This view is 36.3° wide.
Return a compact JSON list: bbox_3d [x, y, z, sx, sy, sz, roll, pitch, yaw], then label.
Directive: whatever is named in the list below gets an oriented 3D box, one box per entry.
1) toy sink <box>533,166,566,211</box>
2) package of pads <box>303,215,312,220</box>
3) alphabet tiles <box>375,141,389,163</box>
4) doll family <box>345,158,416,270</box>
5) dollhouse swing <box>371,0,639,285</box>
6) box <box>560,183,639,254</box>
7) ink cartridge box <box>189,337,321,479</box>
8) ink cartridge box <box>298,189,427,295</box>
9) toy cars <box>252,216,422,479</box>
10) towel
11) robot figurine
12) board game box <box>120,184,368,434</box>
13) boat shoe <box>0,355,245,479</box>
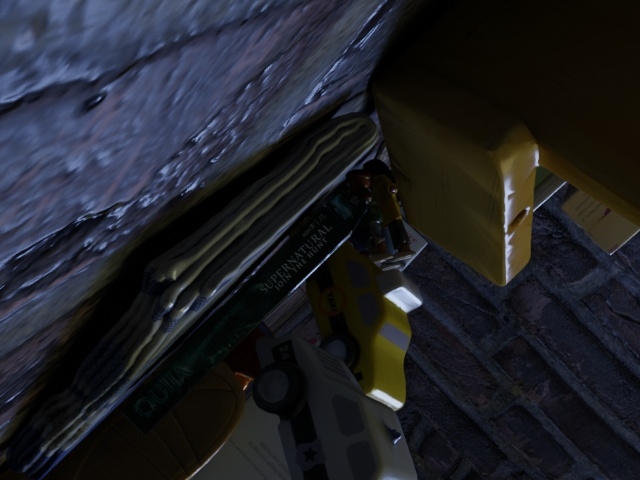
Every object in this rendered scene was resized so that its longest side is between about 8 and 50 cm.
[{"bbox_3d":[0.250,-0.158,1.024,0.234,0.153,0.131,-45,176,33],"label":"toy sink"},{"bbox_3d":[0.000,0.000,0.999,0.032,0.050,0.083,-44,176,6],"label":"package of pads"},{"bbox_3d":[0.132,-0.157,1.011,0.198,0.009,0.237,-43,176,-6],"label":"alphabet tiles"},{"bbox_3d":[0.056,-0.029,0.994,0.076,0.111,0.193,-14,173,-11],"label":"doll family"},{"bbox_3d":[0.269,-0.091,0.636,0.347,0.305,0.315,-44,157,-8],"label":"dollhouse swing"},{"bbox_3d":[0.296,-0.056,0.993,0.067,0.063,0.324,-47,175,18],"label":"box"},{"bbox_3d":[-0.082,0.236,0.918,0.283,0.117,0.207,-44,176,7],"label":"ink cartridge box"},{"bbox_3d":[0.038,0.014,1.123,0.150,0.109,0.063,-41,172,-47],"label":"ink cartridge box"},{"bbox_3d":[0.033,0.100,0.758,0.087,0.176,0.393,-27,-160,16],"label":"toy cars"},{"bbox_3d":[-0.087,0.039,0.622,0.209,0.034,0.285,-44,179,-44],"label":"towel"},{"bbox_3d":[-0.128,0.150,1.033,0.211,0.085,0.291,-42,176,-10],"label":"robot figurine"},{"bbox_3d":[-0.046,0.041,0.650,0.186,0.026,0.126,-45,-179,11],"label":"board game box"},{"bbox_3d":[-0.184,0.183,0.754,0.277,0.098,0.096,-32,172,-25],"label":"boat shoe"}]
